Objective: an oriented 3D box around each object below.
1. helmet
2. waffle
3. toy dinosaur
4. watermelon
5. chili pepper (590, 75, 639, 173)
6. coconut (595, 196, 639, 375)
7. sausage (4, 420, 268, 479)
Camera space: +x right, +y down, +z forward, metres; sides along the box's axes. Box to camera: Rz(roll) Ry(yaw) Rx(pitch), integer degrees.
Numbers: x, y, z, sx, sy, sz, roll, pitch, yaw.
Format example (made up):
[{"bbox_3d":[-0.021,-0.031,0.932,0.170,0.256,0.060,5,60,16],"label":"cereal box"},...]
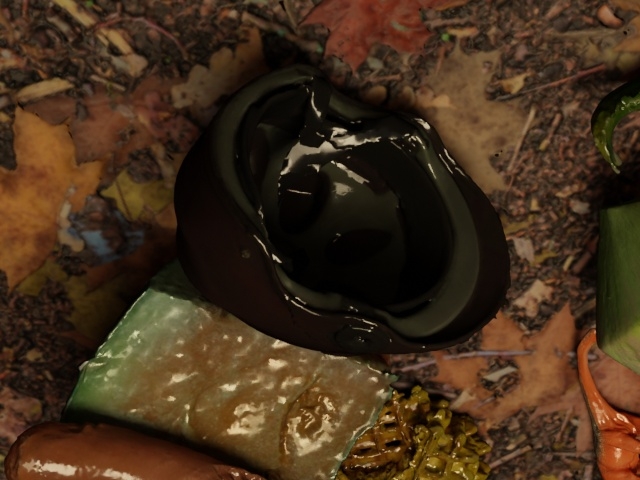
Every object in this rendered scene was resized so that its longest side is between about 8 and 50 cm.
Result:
[{"bbox_3d":[0.000,0.000,1.408,0.305,0.225,0.177,34,140,-20],"label":"helmet"},{"bbox_3d":[0.072,0.239,1.624,0.197,0.070,0.193,38,112,-22],"label":"waffle"},{"bbox_3d":[0.310,0.199,1.623,0.101,0.055,0.280,7,125,19],"label":"toy dinosaur"},{"bbox_3d":[-0.116,0.150,1.530,0.302,0.151,0.264,16,113,-25],"label":"watermelon"},{"bbox_3d":[0.409,-0.138,1.425,0.359,0.076,0.085,-12,101,-1],"label":"chili pepper"},{"bbox_3d":[0.348,0.039,1.455,0.236,0.236,0.205,43,70,-24],"label":"coconut"},{"bbox_3d":[-0.128,0.228,1.435,0.326,0.079,0.087,24,89,-26],"label":"sausage"}]
